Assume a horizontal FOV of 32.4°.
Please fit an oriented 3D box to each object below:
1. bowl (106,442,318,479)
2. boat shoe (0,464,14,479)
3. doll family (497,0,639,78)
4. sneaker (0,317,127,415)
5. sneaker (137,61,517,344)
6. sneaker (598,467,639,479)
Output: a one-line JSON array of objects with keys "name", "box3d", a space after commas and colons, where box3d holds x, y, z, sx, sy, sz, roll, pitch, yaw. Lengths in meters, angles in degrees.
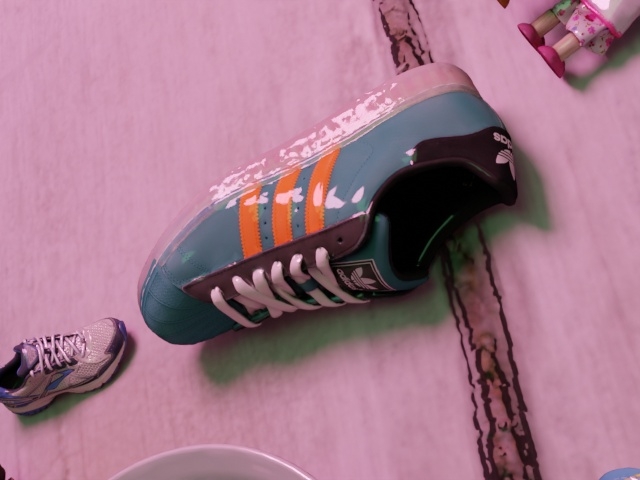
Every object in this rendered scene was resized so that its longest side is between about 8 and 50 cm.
[{"name": "bowl", "box3d": [-0.052, 0.282, 0.656, 0.297, 0.134, 0.298, -14, 60, 27]}, {"name": "boat shoe", "box3d": [-0.303, 0.215, 0.866, 0.342, 0.123, 0.123, 34, 89, 45]}, {"name": "doll family", "box3d": [0.168, -0.252, 0.790, 0.163, 0.118, 0.263, -38, 52, 11]}, {"name": "sneaker", "box3d": [-0.219, 0.101, 0.904, 0.135, 0.058, 0.052, -31, 54, 16]}, {"name": "sneaker", "box3d": [0.000, 0.000, 0.780, 0.302, 0.108, 0.121, -35, 49, 12]}, {"name": "sneaker", "box3d": [0.163, 0.237, 0.538, 0.319, 0.127, 0.208, -39, 50, -9]}]
